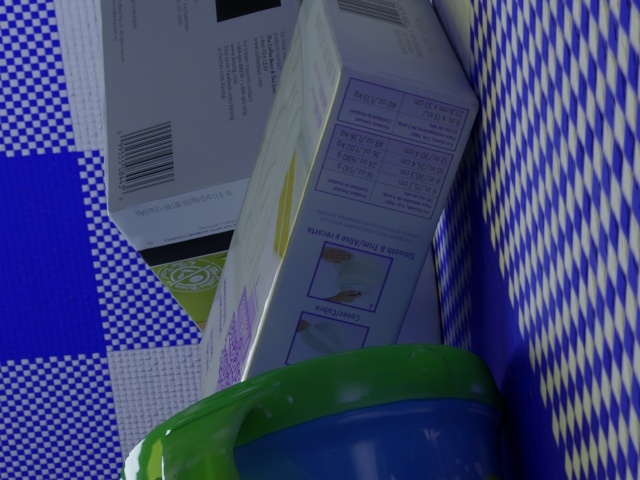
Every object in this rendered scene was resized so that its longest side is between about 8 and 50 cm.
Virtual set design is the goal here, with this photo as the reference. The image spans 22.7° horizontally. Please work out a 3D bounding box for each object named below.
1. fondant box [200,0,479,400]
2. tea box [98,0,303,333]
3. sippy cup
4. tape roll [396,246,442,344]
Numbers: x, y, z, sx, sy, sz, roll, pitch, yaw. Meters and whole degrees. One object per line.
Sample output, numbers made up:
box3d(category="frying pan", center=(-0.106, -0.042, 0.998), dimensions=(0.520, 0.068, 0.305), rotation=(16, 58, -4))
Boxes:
box3d(category="fondant box", center=(0.000, 0.000, 1.119), dimensions=(0.238, 0.096, 0.330), rotation=(-100, 25, -65))
box3d(category="tea box", center=(-0.075, -0.110, 1.687), dimensions=(0.323, 0.220, 0.329), rotation=(58, -158, -56))
box3d(category="sippy cup", center=(0.023, 0.208, 0.911), dimensions=(0.240, 0.305, 0.224), rotation=(-47, 53, 48))
box3d(category="tape roll", center=(0.044, 0.076, 1.417), dimensions=(0.286, 0.100, 0.286), rotation=(176, 90, -87))
